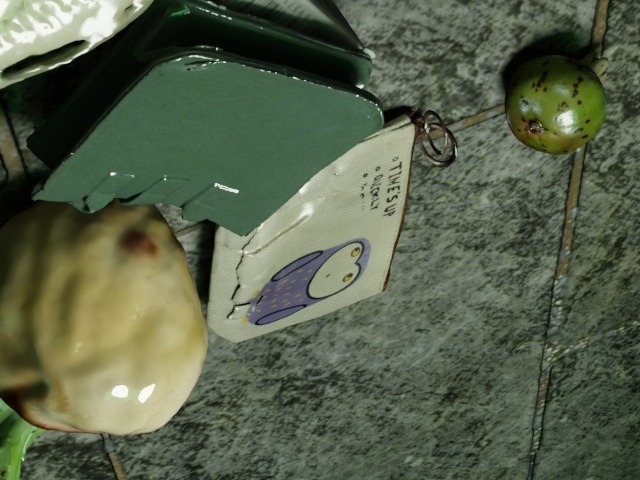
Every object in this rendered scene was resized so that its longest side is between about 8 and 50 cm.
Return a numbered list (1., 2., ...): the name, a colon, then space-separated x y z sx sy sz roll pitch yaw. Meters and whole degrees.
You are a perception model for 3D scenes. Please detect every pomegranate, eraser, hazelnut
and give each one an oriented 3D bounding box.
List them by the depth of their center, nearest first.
1. eraser: -0.051 -0.221 1.337 0.061 0.089 0.352 -40 146 13
2. hazelnut: -0.233 0.068 1.504 0.261 0.261 0.241 -53 172 32
3. pomegranate: 0.267 -0.160 1.652 0.142 0.114 0.114 -42 158 -37

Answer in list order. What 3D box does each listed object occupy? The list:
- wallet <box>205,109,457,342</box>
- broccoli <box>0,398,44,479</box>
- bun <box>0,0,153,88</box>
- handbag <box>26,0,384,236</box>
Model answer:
1. wallet: 0.000 -0.003 1.686 0.274 0.068 0.335 -17 147 -21
2. broccoli: -0.381 0.243 1.623 0.269 0.254 0.269 -43 180 0
3. bun: -0.235 -0.283 1.012 0.359 0.211 0.360 -19 139 -18
4. handbag: -0.102 -0.100 1.352 0.247 0.079 0.260 12 143 -38
